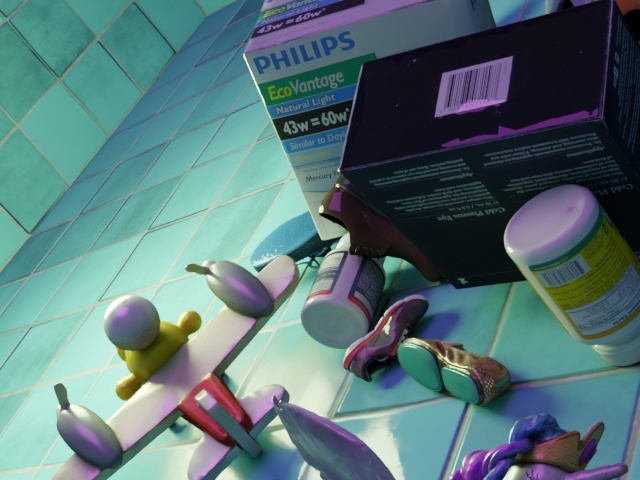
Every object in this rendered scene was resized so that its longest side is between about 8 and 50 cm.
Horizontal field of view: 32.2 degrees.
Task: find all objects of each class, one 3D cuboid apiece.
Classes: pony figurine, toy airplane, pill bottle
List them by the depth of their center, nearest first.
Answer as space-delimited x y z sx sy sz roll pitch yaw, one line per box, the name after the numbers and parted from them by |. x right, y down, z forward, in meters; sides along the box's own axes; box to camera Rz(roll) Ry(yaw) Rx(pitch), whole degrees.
0.100 0.321 1.076 0.351 0.303 0.363 3 63 48 | pony figurine
0.311 0.046 1.274 0.118 0.208 0.117 -32 25 17 | pill bottle
-0.227 0.200 1.704 0.384 0.272 0.386 -24 28 30 | toy airplane
0.044 0.073 1.740 0.108 0.108 0.180 -21 29 35 | pill bottle

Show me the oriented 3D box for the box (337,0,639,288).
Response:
0.256 -0.102 1.391 0.343 0.312 0.179 -9 54 34 | box

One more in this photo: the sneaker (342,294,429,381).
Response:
0.108 0.148 1.604 0.158 0.061 0.065 -43 51 -7 | sneaker

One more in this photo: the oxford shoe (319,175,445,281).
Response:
0.094 0.002 1.703 0.096 0.227 0.083 -51 -14 -8 | oxford shoe

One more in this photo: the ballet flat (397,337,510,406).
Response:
0.178 0.168 1.453 0.067 0.073 0.206 -18 19 -23 | ballet flat

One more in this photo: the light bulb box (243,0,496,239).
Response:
0.116 -0.237 1.773 0.358 0.361 0.225 -13 32 17 | light bulb box

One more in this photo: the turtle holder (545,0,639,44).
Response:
0.457 -0.379 1.785 0.320 0.243 0.227 9 69 48 | turtle holder

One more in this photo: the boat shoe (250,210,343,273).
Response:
0.000 0.000 1.967 0.258 0.089 0.109 -28 36 14 | boat shoe
